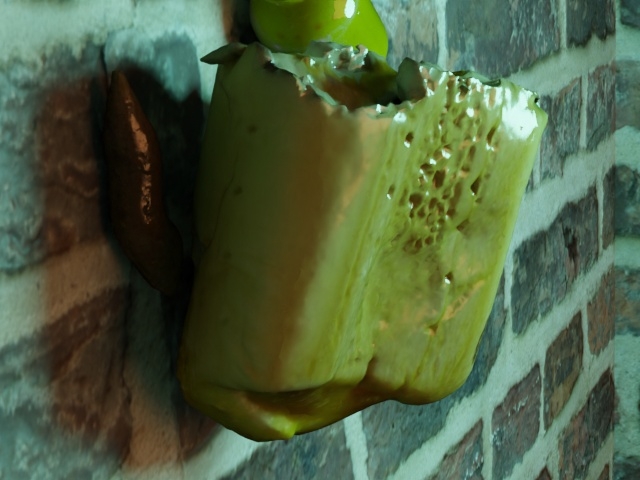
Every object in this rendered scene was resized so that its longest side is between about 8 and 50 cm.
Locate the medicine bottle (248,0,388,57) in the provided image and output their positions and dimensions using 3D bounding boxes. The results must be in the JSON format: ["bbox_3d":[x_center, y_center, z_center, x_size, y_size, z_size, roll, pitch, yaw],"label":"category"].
[{"bbox_3d":[-0.016,-0.243,1.533,0.212,0.121,0.122,52,46,-57],"label":"medicine bottle"}]

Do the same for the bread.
[{"bbox_3d":[0.000,0.000,1.429,0.361,0.250,0.394,1,108,-48],"label":"bread"}]

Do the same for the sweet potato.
[{"bbox_3d":[-0.160,-0.043,1.309,0.065,0.051,0.218,-49,136,-50],"label":"sweet potato"}]
